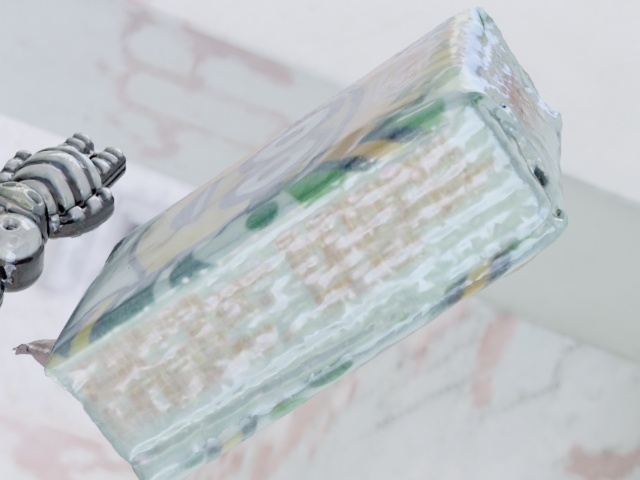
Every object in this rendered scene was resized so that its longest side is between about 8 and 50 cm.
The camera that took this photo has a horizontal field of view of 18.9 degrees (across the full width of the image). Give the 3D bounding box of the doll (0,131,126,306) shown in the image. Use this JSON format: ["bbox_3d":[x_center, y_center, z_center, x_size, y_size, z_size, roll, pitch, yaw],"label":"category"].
[{"bbox_3d":[-0.219,-0.016,1.414,0.219,0.091,0.067,-48,158,-46],"label":"doll"}]

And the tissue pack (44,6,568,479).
[{"bbox_3d":[0.000,0.000,1.194,0.311,0.128,0.228,-34,-167,15],"label":"tissue pack"}]

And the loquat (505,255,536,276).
[{"bbox_3d":[0.129,-0.041,1.658,0.172,0.149,0.204,66,-4,-38],"label":"loquat"}]

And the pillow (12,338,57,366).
[{"bbox_3d":[-0.210,0.118,1.884,0.185,0.118,0.043,-3,-108,44],"label":"pillow"}]
